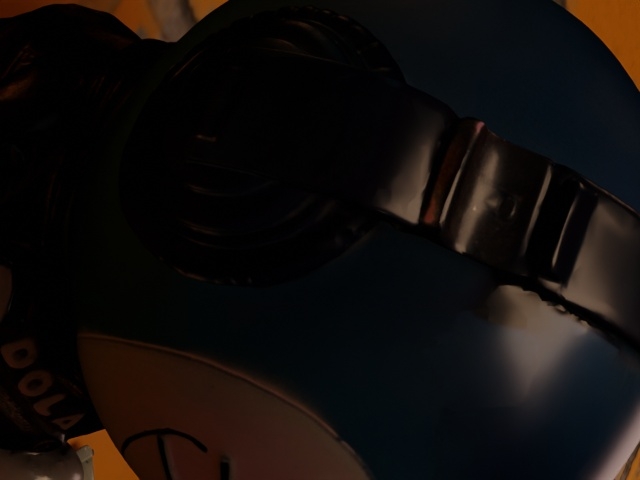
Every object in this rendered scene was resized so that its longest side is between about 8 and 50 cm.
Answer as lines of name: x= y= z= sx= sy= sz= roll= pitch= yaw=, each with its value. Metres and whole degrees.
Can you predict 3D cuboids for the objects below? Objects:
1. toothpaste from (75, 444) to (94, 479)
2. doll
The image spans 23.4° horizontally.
toothpaste: x=-0.125 y=0.208 z=0.757 sx=0.052 sy=0.033 sz=0.218 roll=-25 pitch=121 yaw=-56
doll: x=-0.014 y=0.010 z=0.573 sx=0.284 sy=0.310 sz=0.240 roll=47 pitch=60 yaw=-57
